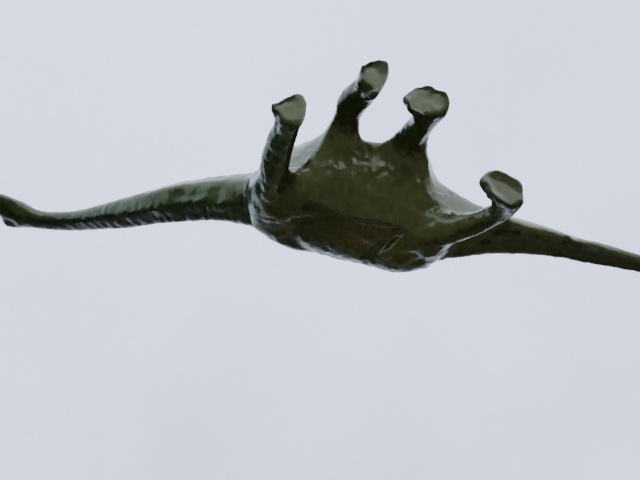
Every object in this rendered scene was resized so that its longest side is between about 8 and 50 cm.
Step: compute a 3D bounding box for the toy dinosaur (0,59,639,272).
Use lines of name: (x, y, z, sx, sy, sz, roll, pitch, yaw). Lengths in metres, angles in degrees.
toy dinosaur: (0.000, 0.000, 1.250, 0.447, 0.087, 0.301, 25, -39, -6)
